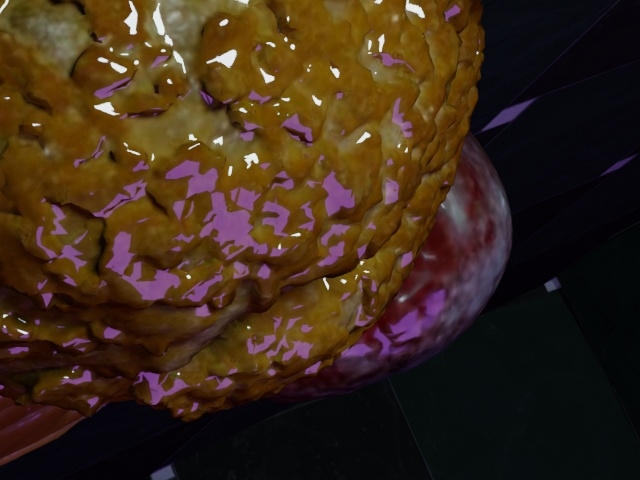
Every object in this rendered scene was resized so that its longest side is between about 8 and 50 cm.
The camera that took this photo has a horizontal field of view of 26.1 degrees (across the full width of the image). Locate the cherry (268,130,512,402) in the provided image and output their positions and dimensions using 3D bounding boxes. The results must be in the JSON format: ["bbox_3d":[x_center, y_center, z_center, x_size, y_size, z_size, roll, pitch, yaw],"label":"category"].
[{"bbox_3d":[0.000,0.000,0.897,0.230,0.203,0.300,-34,178,-8],"label":"cherry"}]

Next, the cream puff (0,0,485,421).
[{"bbox_3d":[-0.062,-0.040,0.548,0.303,0.212,0.303,-24,165,-7],"label":"cream puff"}]

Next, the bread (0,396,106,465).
[{"bbox_3d":[-0.251,0.097,0.945,0.246,0.111,0.239,-24,169,-24],"label":"bread"}]
